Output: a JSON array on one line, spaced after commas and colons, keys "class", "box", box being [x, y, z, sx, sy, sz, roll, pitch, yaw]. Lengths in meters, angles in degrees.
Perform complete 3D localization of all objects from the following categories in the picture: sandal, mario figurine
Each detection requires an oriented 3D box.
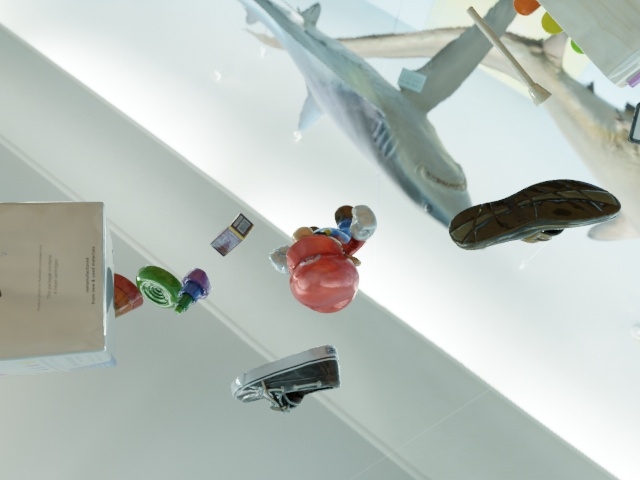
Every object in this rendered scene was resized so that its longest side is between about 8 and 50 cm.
[{"class": "sandal", "box": [0.290, -0.024, 0.702, 0.219, 0.060, 0.090, -18, -136, 8]}, {"class": "mario figurine", "box": [0.000, 0.000, 0.918, 0.170, 0.198, 0.320, 20, -164, 0]}]

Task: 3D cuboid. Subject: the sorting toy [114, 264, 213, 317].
[{"class": "sorting toy", "box": [-0.409, 0.144, 1.158, 0.365, 0.127, 0.126, -9, -146, 32]}]

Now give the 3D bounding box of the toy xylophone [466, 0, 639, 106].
[{"class": "toy xylophone", "box": [0.360, -0.349, 0.735, 0.323, 0.236, 0.081, 56, -143, -3]}]

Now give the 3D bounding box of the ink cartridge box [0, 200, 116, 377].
[{"class": "ink cartridge box", "box": [-0.358, 0.064, 0.567, 0.232, 0.171, 0.168, -2, -107, -19]}]

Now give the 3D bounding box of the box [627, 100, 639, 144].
[{"class": "box", "box": [0.276, -0.084, 0.295, 0.162, 0.029, 0.116, -31, -140, -31]}]

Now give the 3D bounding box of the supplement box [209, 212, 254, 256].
[{"class": "supplement box", "box": [-0.188, -0.012, 1.085, 0.043, 0.083, 0.055, 43, -143, -13]}]

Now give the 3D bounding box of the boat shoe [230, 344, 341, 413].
[{"class": "boat shoe", "box": [-0.078, 0.323, 1.113, 0.113, 0.306, 0.105, 23, -132, -52]}]
